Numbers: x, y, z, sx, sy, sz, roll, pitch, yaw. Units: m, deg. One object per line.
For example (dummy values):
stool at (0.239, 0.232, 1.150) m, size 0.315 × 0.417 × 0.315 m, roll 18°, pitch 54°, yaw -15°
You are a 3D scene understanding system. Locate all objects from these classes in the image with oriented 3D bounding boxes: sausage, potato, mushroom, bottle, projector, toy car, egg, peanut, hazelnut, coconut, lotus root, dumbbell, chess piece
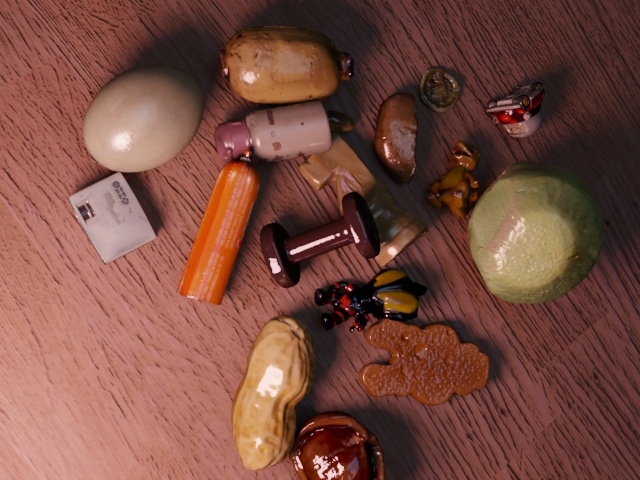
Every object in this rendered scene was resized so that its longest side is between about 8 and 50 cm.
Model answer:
sausage at (-0.191, -0.030, 1.544) m, size 0.093 × 0.093 × 0.312 m, roll 20°, pitch 87°, yaw -15°
potato at (0.030, -0.259, 1.694) m, size 0.092 × 0.045 × 0.046 m, roll -1°, pitch 111°, yaw -15°
mushroom at (0.166, -0.233, 1.723) m, size 0.094 × 0.072 × 0.209 m, roll 7°, pitch 82°, yaw -9°
bottle at (-0.100, -0.216, 1.605) m, size 0.233 × 0.110 × 0.109 m, roll -10°, pitch 87°, yaw -6°
projector at (-0.404, -0.041, 1.515) m, size 0.115 × 0.061 × 0.147 m, roll -30°, pitch 93°, yaw -20°
toy car at (0.471, -0.297, 1.821) m, size 0.139 × 0.112 × 0.112 m, roll -35°, pitch 110°, yaw -28°
egg at (-0.335, -0.234, 1.494) m, size 0.253 × 0.186 × 0.186 m, roll -38°, pitch 96°, yaw -15°
peanut at (-0.094, 0.298, 1.535) m, size 0.147 × 0.147 × 0.305 m, roll 23°, pitch 78°, yaw -15°
hazelnut at (0.031, 0.438, 1.555) m, size 0.202 × 0.160 × 0.170 m, roll 44°, pitch 74°, yaw -15°
coconut at (0.463, -0.017, 1.696) m, size 0.281 × 0.328 × 0.328 m, roll 4°, pitch 82°, yaw 13°
lotus root at (-0.066, -0.363, 1.624) m, size 0.284 × 0.146 × 0.160 m, roll -3°, pitch 104°, yaw -12°
dumbbell at (0.000, 0.000, 1.564) m, size 0.226 × 0.124 × 0.140 m, roll -19°, pitch 88°, yaw 14°
chess piece at (0.087, -0.093, 1.667) m, size 0.137 × 0.137 × 0.301 m, roll -37°, pitch 83°, yaw -18°

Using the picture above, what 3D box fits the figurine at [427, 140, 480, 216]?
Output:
figurine at (0.323, -0.135, 1.763) m, size 0.122 × 0.121 × 0.176 m, roll 41°, pitch 60°, yaw -39°

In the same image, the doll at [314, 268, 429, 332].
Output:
doll at (0.116, 0.125, 1.657) m, size 0.249 × 0.088 × 0.127 m, roll -6°, pitch 85°, yaw -16°

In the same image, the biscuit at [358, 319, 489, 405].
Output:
biscuit at (0.228, 0.267, 1.701) m, size 0.295 × 0.044 × 0.185 m, roll 14°, pitch 83°, yaw -15°

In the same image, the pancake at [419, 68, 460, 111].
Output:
pancake at (0.275, -0.346, 1.800) m, size 0.108 × 0.017 × 0.108 m, roll 3°, pitch 80°, yaw -15°
